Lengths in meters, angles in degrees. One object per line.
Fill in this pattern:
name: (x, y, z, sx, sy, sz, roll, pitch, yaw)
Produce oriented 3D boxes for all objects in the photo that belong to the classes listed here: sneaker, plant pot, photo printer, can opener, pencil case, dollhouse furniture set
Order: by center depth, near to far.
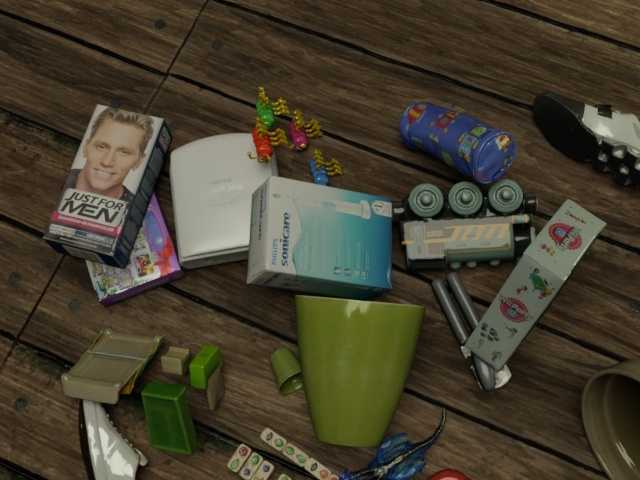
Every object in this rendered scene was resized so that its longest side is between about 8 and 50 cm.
plant pot: (0.730, 0.349, 1.682, 0.281, 0.323, 0.323, -21, 70, -20)
plant pot: (0.072, 0.270, 1.783, 0.275, 0.275, 0.293, 4, 86, 6)
sneaker: (-0.442, 0.451, 1.836, 0.123, 0.106, 0.290, -8, 64, -27)
dollhouse furniture set: (-0.379, 0.320, 1.857, 0.302, 0.151, 0.197, 5, 31, 20)
can opener: (0.328, 0.195, 1.864, 0.074, 0.093, 0.280, -23, 66, -3)
plant pot: (-0.073, 0.279, 1.871, 0.083, 0.083, 0.079, -30, 58, -7)
pencil case: (0.303, -0.221, 1.927, 0.119, 0.133, 0.306, -36, 35, -13)
sneaker: (0.652, -0.255, 1.993, 0.331, 0.122, 0.146, 38, 59, 16)
photo printer: (-0.218, -0.104, 1.994, 0.256, 0.107, 0.307, -9, 70, 1)

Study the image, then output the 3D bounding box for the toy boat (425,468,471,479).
toy boat: (0.224, 0.559, 1.704, 0.231, 0.151, 0.151, -32, 71, -7)

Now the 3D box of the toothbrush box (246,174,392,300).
toothbrush box: (0.000, 0.000, 1.871, 0.296, 0.126, 0.216, 9, 69, -23)

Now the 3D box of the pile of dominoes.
pile of dominoes: (-0.084, 0.529, 1.797, 0.251, 0.040, 0.196, 31, 75, 14)

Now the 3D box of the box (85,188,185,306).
box: (-0.459, -0.015, 2.007, 0.201, 0.057, 0.293, -21, 70, -3)

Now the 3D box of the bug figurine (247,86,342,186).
bug figurine: (-0.074, -0.231, 1.994, 0.072, 0.279, 0.216, -34, 51, 29)

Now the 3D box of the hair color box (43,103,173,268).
hair color box: (-0.481, -0.126, 1.962, 0.174, 0.105, 0.347, 13, 71, 8)

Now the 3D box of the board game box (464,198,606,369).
board game box: (0.434, 0.093, 1.738, 0.098, 0.303, 0.224, 36, 47, 15)

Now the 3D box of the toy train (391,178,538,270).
toy train: (0.323, -0.030, 1.923, 0.334, 0.142, 0.190, -3, 82, 1)

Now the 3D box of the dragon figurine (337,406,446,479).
dragon figurine: (0.161, 0.448, 1.752, 0.289, 0.144, 0.085, -32, 72, -7)
